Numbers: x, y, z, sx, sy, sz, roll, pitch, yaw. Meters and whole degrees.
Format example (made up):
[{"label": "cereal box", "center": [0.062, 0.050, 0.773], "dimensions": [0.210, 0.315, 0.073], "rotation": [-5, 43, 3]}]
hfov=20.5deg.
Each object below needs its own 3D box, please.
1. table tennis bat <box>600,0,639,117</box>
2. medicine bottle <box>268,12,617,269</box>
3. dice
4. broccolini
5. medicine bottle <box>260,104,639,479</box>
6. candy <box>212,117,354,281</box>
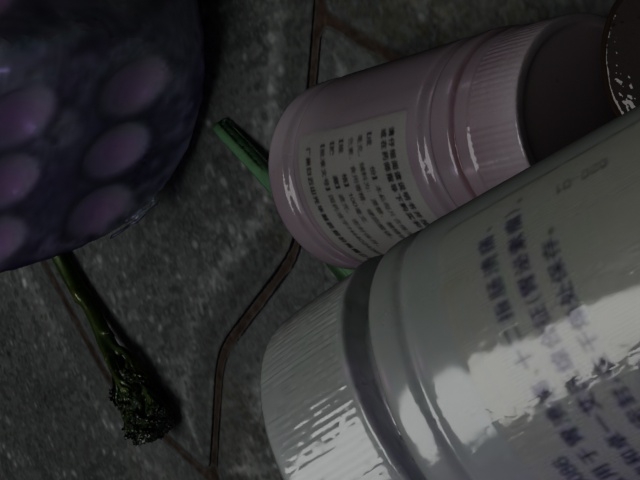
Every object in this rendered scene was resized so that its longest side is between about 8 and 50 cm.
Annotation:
[{"label": "table tennis bat", "center": [0.177, -0.128, 0.928], "dimensions": [0.107, 0.119, 0.170], "rotation": [-11, 86, 28]}, {"label": "medicine bottle", "center": [0.085, -0.057, 1.095], "dimensions": [0.249, 0.133, 0.133], "rotation": [-12, 95, 54]}, {"label": "dice", "center": [-0.271, -0.152, 1.421], "dimensions": [0.271, 0.270, 0.270], "rotation": [52, 142, 26]}, {"label": "broccolini", "center": [-0.200, 0.087, 1.645], "dimensions": [0.239, 0.051, 0.054], "rotation": [60, 156, 27]}, {"label": "medicine bottle", "center": [0.147, 0.048, 0.901], "dimensions": [0.332, 0.190, 0.190], "rotation": [-30, 80, 29]}, {"label": "candy", "center": [0.000, 0.000, 1.304], "dimensions": [0.335, 0.092, 0.093], "rotation": [48, 150, 43]}]
